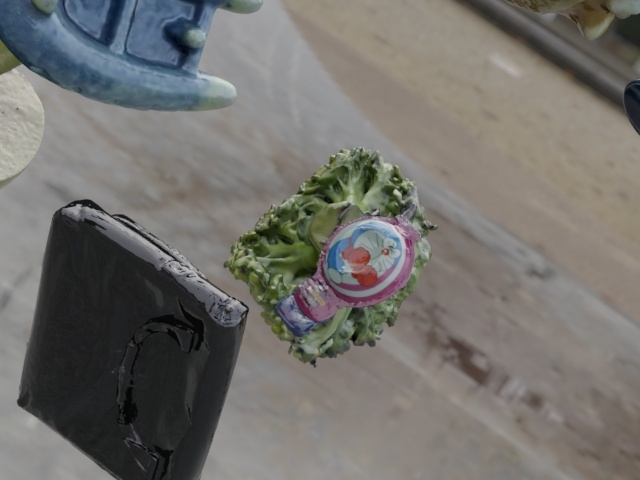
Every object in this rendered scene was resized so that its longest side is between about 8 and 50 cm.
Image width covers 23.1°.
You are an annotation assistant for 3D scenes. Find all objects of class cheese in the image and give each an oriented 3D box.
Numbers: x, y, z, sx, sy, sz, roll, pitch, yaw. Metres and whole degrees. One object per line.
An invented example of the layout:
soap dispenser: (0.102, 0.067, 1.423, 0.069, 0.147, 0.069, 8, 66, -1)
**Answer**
cheese: (0.025, 0.030, 1.401, 0.095, 0.145, 0.038, 50, -2, 37)

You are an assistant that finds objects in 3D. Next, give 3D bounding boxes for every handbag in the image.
handbag: (-0.192, 0.116, 1.593, 0.244, 0.275, 0.088, 33, 32, 25)

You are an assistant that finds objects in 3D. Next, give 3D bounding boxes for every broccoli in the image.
broccoli: (-0.006, -0.002, 1.731, 0.180, 0.242, 0.273, 34, -7, 29)

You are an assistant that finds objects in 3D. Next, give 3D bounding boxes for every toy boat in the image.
toy boat: (-0.222, -0.262, 1.809, 0.330, 0.215, 0.123, 17, 3, -25)

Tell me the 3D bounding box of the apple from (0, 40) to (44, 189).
apple: (-0.465, -0.191, 1.931, 0.292, 0.292, 0.254, 34, 37, 5)

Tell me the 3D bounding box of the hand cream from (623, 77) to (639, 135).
hand cream: (0.407, -0.138, 1.401, 0.270, 0.061, 0.120, -13, 30, -19)

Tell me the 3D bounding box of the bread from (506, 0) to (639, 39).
bread: (0.163, -0.351, 1.171, 0.341, 0.300, 0.210, 35, -6, -24)
